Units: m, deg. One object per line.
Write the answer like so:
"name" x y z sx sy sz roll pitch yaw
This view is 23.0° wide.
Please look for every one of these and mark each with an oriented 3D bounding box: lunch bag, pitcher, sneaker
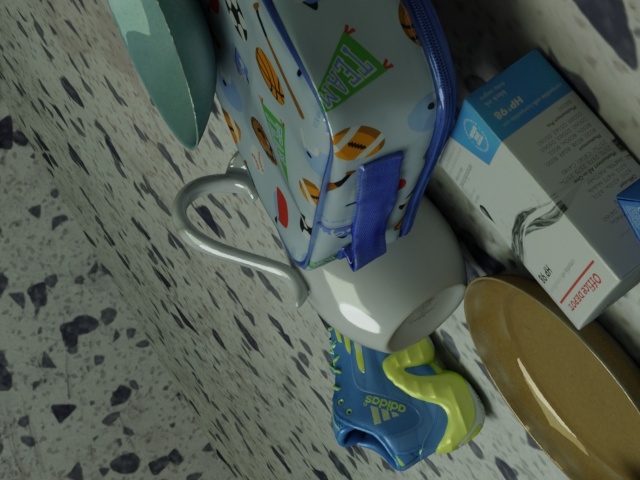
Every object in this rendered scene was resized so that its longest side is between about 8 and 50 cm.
"lunch bag" -0.001 -0.115 1.054 0.303 0.115 0.243 99 147 -70
"pitcher" 0.000 0.000 1.244 0.207 0.177 0.125 50 159 21
"sneaker" 0.038 0.114 1.468 0.240 0.126 0.091 47 163 24

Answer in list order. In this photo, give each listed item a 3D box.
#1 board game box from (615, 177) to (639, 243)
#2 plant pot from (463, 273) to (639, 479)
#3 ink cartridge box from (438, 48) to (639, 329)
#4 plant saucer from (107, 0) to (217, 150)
"board game box" 0.257 0.037 0.802 0.160 0.047 0.210 60 164 -16
"plant pot" 0.196 0.116 1.184 0.236 0.032 0.236 48 164 19
"ink cartridge box" 0.157 -0.016 0.962 0.180 0.060 0.104 51 164 13
"plant saucer" -0.111 -0.158 1.085 0.195 0.037 0.195 61 167 24
